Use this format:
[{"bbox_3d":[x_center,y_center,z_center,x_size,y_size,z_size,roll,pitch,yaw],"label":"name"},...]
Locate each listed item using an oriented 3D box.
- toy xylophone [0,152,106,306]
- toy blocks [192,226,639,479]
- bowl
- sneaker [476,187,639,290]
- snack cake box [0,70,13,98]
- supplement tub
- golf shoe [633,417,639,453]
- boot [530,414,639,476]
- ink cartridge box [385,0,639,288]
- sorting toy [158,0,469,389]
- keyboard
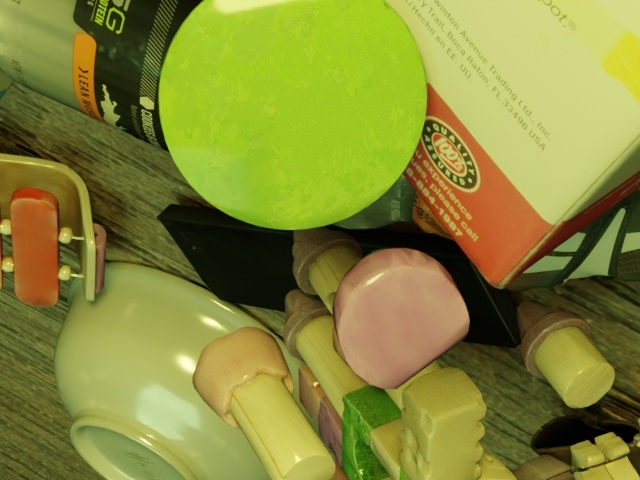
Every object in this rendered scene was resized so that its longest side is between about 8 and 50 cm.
[{"bbox_3d":[-0.343,-0.007,1.655,0.322,0.081,0.236,3,152,2],"label":"toy xylophone"},{"bbox_3d":[0.046,0.127,1.396,0.260,0.309,0.288,-126,26,-43],"label":"toy blocks"},{"bbox_3d":[-0.145,0.164,1.760,0.298,0.134,0.298,24,150,15],"label":"bowl"},{"bbox_3d":[0.194,-0.014,1.186,0.135,0.097,0.276,37,150,-5],"label":"sneaker"},{"bbox_3d":[-0.347,-0.218,1.398,0.264,0.089,0.152,21,151,18],"label":"snack cake box"},{"bbox_3d":[-0.027,-0.129,1.120,0.316,0.193,0.193,23,151,13],"label":"supplement tub"},{"bbox_3d":[0.325,0.096,1.242,0.140,0.115,0.306,24,160,-4],"label":"golf shoe"},{"bbox_3d":[0.303,0.222,1.460,0.248,0.090,0.207,-2,139,51],"label":"boot"},{"bbox_3d":[0.115,-0.190,0.834,0.279,0.160,0.385,53,153,9],"label":"ink cartridge box"},{"bbox_3d":[-0.028,-0.103,0.916,0.365,0.127,0.126,63,-177,-18],"label":"sorting toy"},{"bbox_3d":[0.000,0.000,1.469,0.317,0.033,0.201,7,144,36],"label":"keyboard"}]
